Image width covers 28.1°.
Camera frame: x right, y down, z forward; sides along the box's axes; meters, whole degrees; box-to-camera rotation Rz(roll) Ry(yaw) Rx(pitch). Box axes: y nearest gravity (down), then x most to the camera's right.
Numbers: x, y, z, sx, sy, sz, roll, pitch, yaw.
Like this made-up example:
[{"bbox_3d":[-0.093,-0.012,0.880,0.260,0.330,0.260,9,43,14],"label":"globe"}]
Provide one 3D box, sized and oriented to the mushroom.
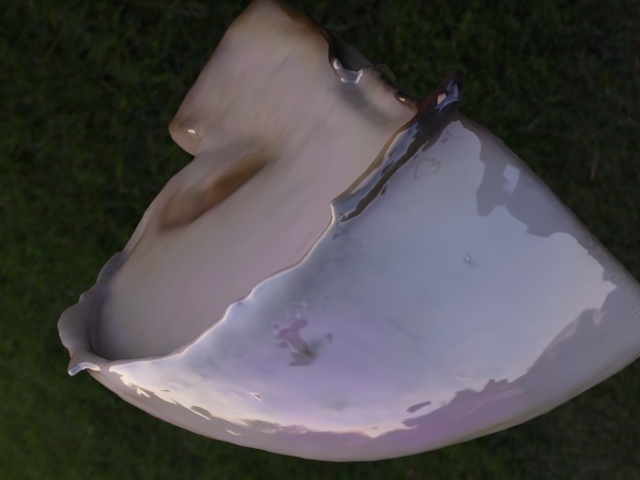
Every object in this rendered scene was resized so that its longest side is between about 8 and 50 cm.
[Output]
[{"bbox_3d":[0.012,0.024,0.501,0.162,0.236,0.173,-46,115,4],"label":"mushroom"}]
